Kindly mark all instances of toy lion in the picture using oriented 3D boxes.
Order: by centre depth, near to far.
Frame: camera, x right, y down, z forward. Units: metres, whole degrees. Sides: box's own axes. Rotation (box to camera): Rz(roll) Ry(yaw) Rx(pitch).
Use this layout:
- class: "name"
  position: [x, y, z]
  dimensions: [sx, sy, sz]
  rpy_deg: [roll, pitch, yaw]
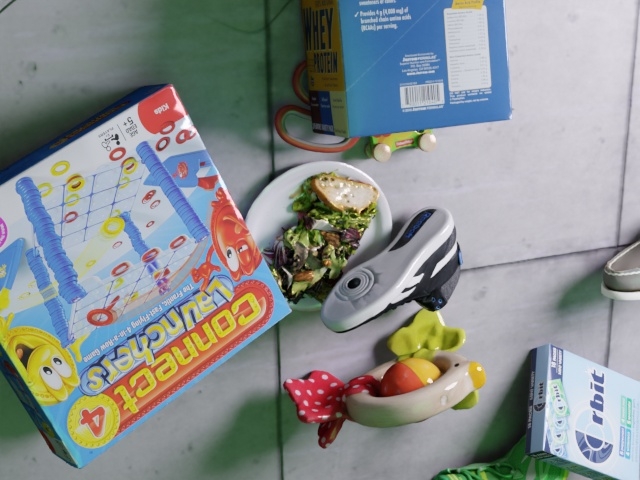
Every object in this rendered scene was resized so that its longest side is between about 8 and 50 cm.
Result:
- class: "toy lion"
  position: [0.088, -0.149, 1.412]
  dimensions: [0.100, 0.034, 0.096]
  rpy_deg: [-13, 107, -16]

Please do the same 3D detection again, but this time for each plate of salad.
- class: "plate of salad"
  position: [0.000, 0.000, 1.425]
  dimensions: [0.199, 0.048, 0.200]
  rpy_deg: [-8, 113, -18]

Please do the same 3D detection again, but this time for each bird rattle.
- class: "bird rattle"
  position: [0.092, 0.179, 1.454]
  dimensions: [0.253, 0.207, 0.143]
  rpy_deg: [-14, 96, -25]

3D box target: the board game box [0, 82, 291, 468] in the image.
- class: "board game box"
  position: [-0.228, 0.033, 1.258]
  dimensions: [0.308, 0.086, 0.302]
  rpy_deg: [-36, 111, -25]

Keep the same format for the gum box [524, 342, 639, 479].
- class: "gum box"
  position: [0.371, 0.248, 1.615]
  dimensions: [0.184, 0.041, 0.157]
  rpy_deg: [24, 61, -26]

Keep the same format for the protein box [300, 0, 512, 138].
- class: "protein box"
  position: [0.093, -0.228, 1.297]
  dimensions: [0.199, 0.136, 0.201]
  rpy_deg: [-8, 100, -16]

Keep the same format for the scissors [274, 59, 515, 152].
- class: "scissors"
  position: [0.091, -0.142, 1.391]
  dimensions: [0.297, 0.021, 0.109]
  rpy_deg: [10, 91, -17]

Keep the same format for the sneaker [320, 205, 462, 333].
- class: "sneaker"
  position: [0.104, 0.068, 1.452]
  dimensions: [0.217, 0.079, 0.121]
  rpy_deg: [-41, 133, -17]

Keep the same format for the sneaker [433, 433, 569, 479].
- class: "sneaker"
  position: [0.231, 0.363, 1.619]
  dimensions: [0.295, 0.109, 0.123]
  rpy_deg: [-43, 122, 0]

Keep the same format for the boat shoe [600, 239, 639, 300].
- class: "boat shoe"
  position: [0.510, -0.006, 1.584]
  dimensions: [0.305, 0.109, 0.091]
  rpy_deg: [-22, 116, -18]
